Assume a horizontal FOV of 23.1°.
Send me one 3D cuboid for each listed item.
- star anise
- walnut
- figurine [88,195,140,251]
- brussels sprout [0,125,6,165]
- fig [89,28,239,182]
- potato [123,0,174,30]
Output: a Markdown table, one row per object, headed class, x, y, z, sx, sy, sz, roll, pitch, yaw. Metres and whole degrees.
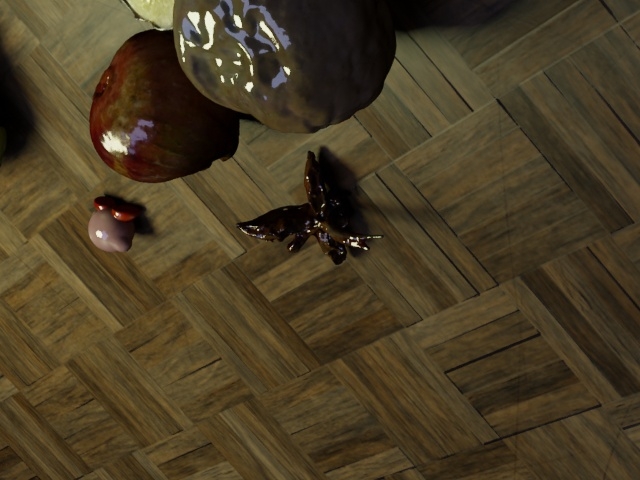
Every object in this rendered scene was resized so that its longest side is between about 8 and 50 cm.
| class | x | y | z | sx | sy | sz | roll | pitch | yaw |
| --- | --- | --- | --- | --- | --- | --- | --- | --- | --- |
| star anise | 0.002 | -0.008 | 1.940 | 0.158 | 0.144 | 0.140 | 26 | 117 | -27 |
| walnut | -0.042 | -0.243 | 1.658 | 0.273 | 0.227 | 0.273 | 25 | 145 | 19 |
| figurine | -0.303 | -0.019 | 2.257 | 0.083 | 0.067 | 0.071 | 30 | 124 | 43 |
| brussels sprout | -0.586 | -0.162 | 2.251 | 0.317 | 0.243 | 0.273 | -26 | 82 | 47 |
| fig | -0.184 | -0.159 | 1.924 | 0.205 | 0.205 | 0.205 | 25 | 140 | 23 |
| potato | -0.181 | -0.347 | 1.809 | 0.164 | 0.081 | 0.200 | 27 | 139 | 33 |
